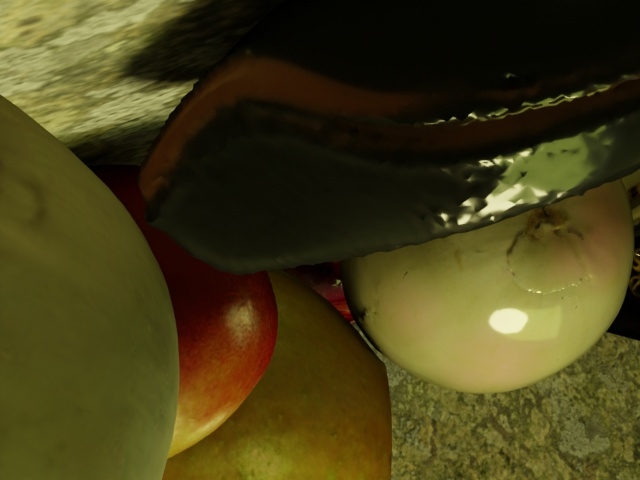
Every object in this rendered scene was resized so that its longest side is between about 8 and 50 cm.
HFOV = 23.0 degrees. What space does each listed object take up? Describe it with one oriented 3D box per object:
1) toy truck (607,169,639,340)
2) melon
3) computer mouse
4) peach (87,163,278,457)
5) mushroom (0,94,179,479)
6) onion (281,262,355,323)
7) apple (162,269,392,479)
[{"bbox_3d":[0.412,-0.051,1.603,0.181,0.254,0.405,0,160,-24],"label":"toy truck"},{"bbox_3d":[0.128,0.009,1.240,0.223,0.223,0.317,-18,174,-14],"label":"melon"},{"bbox_3d":[0.037,-0.064,0.676,0.183,0.116,0.323,-20,-176,-31],"label":"computer mouse"},{"bbox_3d":[-0.116,0.044,0.914,0.197,0.197,0.197,-19,175,-2],"label":"peach"},{"bbox_3d":[-0.177,0.037,0.455,0.260,0.254,0.234,-27,134,37],"label":"mushroom"},{"bbox_3d":[0.000,0.000,1.450,0.150,0.150,0.140,-26,-145,55],"label":"onion"},{"bbox_3d":[-0.119,0.184,1.277,0.374,0.374,0.384,-16,137,-31],"label":"apple"}]
